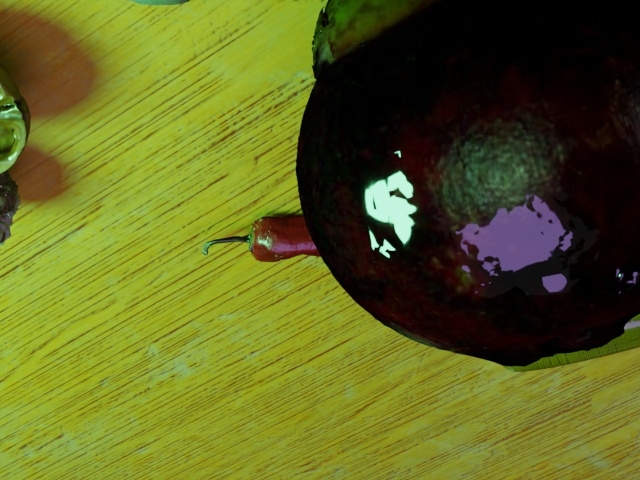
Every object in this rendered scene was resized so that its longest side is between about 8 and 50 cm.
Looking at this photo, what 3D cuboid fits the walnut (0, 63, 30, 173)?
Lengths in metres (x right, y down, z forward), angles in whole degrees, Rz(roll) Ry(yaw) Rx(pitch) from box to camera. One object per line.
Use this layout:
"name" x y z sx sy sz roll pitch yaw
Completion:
"walnut" -0.383 -0.141 1.361 0.211 0.087 0.167 0 131 2

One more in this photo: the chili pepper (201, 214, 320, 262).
"chili pepper" 0.000 0.000 1.581 0.268 0.050 0.059 -1 121 -6

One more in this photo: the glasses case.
"glasses case" 0.330 0.110 1.724 0.234 0.064 0.079 -15 144 9

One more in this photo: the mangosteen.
"mangosteen" 0.167 -0.096 1.241 0.381 0.421 0.381 -1 149 0

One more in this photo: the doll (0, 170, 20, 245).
"doll" -0.422 -0.036 1.456 0.221 0.105 0.115 -7 101 3

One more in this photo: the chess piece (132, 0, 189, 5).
"chess piece" -0.122 -0.355 1.133 0.176 0.176 0.298 16 120 -22
